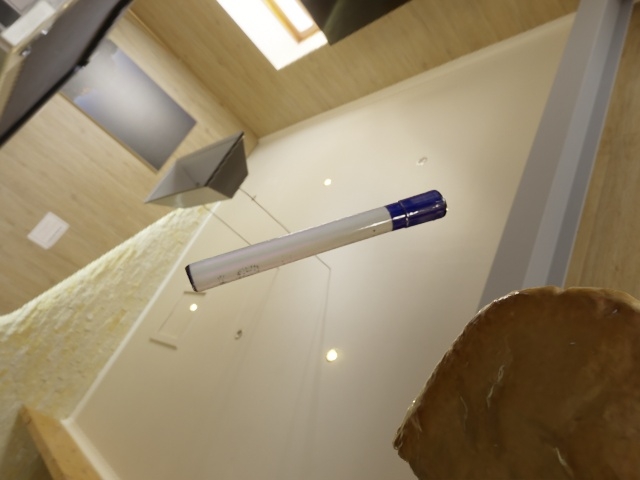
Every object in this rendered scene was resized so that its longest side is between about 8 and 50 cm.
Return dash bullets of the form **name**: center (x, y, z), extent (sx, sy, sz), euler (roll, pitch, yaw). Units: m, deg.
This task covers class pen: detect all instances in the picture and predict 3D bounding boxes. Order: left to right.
- **pen**: center (0.000, 0.000, 0.460), extent (0.269, 0.033, 0.033), euler (-17, -152, -9)

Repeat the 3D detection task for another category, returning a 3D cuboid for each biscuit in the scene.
- **biscuit**: center (0.317, 0.279, 0.604), extent (0.446, 0.104, 0.429), euler (-63, -144, 17)
